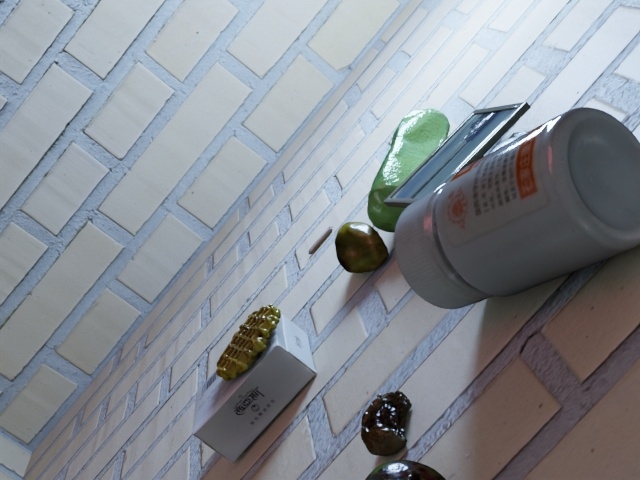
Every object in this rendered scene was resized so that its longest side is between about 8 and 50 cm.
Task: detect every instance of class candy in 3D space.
[{"bbox_3d":[0.199,-0.158,2.144,0.344,0.131,0.142,-65,-22,-45],"label":"candy"}]

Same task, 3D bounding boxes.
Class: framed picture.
[{"bbox_3d":[0.266,-0.168,1.906,0.289,0.016,0.213,-45,16,-11],"label":"framed picture"}]

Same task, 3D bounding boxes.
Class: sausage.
[{"bbox_3d":[0.000,0.000,2.539,0.100,0.015,0.015,-49,16,9],"label":"sausage"}]

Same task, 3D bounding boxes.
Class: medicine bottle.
[{"bbox_3d":[0.291,-0.033,1.420,0.371,0.211,0.211,-30,27,53],"label":"medicine bottle"}]

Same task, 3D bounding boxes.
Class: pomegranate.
[{"bbox_3d":[0.097,0.366,1.234,0.169,0.148,0.148,-56,14,12],"label":"pomegranate"}]

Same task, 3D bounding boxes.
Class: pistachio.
[{"bbox_3d":[0.081,0.011,2.118,0.100,0.110,0.189,-29,15,-8],"label":"pistachio"}]

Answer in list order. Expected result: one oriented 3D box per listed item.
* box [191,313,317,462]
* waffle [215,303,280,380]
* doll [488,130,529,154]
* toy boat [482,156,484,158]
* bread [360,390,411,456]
[{"bbox_3d":[-0.145,0.309,2.075,0.274,0.116,0.203,-48,16,9],"label":"box"},{"bbox_3d":[-0.152,0.213,2.022,0.191,0.038,0.191,-44,18,18],"label":"waffle"},{"bbox_3d":[0.345,-0.138,1.751,0.103,0.071,0.214,-35,16,42],"label":"doll"},{"bbox_3d":[0.277,-0.097,1.848,0.136,0.079,0.392,-43,17,21],"label":"toy boat"},{"bbox_3d":[0.099,0.293,1.525,0.082,0.060,0.113,-41,20,28],"label":"bread"}]
